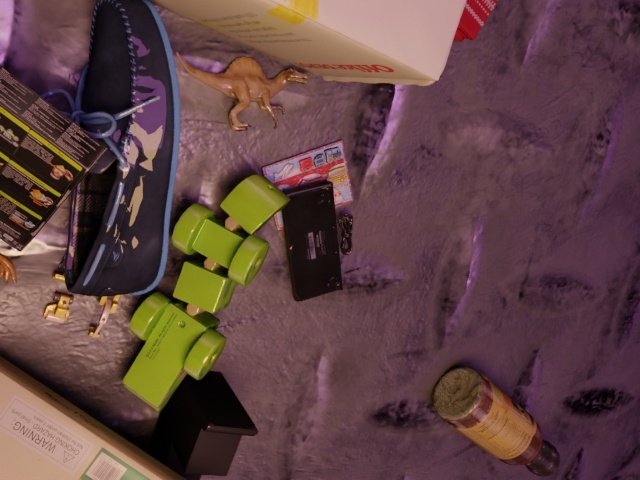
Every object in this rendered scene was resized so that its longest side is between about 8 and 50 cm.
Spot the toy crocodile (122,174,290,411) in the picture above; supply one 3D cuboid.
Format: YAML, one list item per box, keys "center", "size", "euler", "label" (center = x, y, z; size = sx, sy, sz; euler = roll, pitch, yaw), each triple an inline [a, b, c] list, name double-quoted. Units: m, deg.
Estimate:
- center: [-0.153, 0.067, 0.802]
  size: [0.115, 0.105, 0.341]
  euler: [28, 95, 9]
  label: "toy crocodile"

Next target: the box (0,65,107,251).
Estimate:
- center: [-0.334, -0.094, 0.593]
  size: [0.190, 0.045, 0.184]
  euler: [39, 129, -20]
  label: "box"

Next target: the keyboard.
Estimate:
- center: [0.000, 0.000, 0.893]
  size: [0.108, 0.023, 0.180]
  euler: [-15, 119, -16]
  label: "keyboard"

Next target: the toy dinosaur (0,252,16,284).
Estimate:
- center: [-0.383, 0.024, 0.634]
  size: [0.112, 0.064, 0.212]
  euler: [6, 101, -67]
  label: "toy dinosaur"

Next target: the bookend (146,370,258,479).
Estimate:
- center: [-0.168, 0.280, 0.828]
  size: [0.072, 0.157, 0.156]
  euler: [17, 98, -31]
  label: "bookend"

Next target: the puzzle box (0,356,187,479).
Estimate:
- center: [-0.350, 0.314, 0.685]
  size: [0.409, 0.052, 0.272]
  euler: [36, 82, -4]
  label: "puzzle box"

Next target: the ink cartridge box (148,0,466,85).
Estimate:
- center: [-0.076, -0.301, 0.608]
  size: [0.384, 0.279, 0.160]
  euler: [15, 98, -31]
  label: "ink cartridge box"

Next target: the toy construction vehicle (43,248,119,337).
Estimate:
- center: [-0.294, 0.068, 0.759]
  size: [0.086, 0.035, 0.098]
  euler: [26, 94, -32]
  label: "toy construction vehicle"

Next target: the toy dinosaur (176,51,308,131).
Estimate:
- center: [-0.102, -0.188, 0.775]
  size: [0.183, 0.053, 0.093]
  euler: [-6, 94, -34]
  label: "toy dinosaur"

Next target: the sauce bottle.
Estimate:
- center: [0.347, 0.358, 1.158]
  size: [0.344, 0.111, 0.111]
  euler: [41, 86, -34]
  label: "sauce bottle"

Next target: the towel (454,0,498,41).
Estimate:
- center: [0.217, -0.449, 0.858]
  size: [0.199, 0.031, 0.275]
  euler: [33, 88, -30]
  label: "towel"

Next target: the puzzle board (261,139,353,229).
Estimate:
- center: [-0.014, -0.079, 0.872]
  size: [0.128, 0.011, 0.096]
  euler: [-22, 116, -19]
  label: "puzzle board"

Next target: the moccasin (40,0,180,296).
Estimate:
- center: [-0.229, -0.092, 0.669]
  size: [0.117, 0.137, 0.342]
  euler: [-11, 109, -42]
  label: "moccasin"
